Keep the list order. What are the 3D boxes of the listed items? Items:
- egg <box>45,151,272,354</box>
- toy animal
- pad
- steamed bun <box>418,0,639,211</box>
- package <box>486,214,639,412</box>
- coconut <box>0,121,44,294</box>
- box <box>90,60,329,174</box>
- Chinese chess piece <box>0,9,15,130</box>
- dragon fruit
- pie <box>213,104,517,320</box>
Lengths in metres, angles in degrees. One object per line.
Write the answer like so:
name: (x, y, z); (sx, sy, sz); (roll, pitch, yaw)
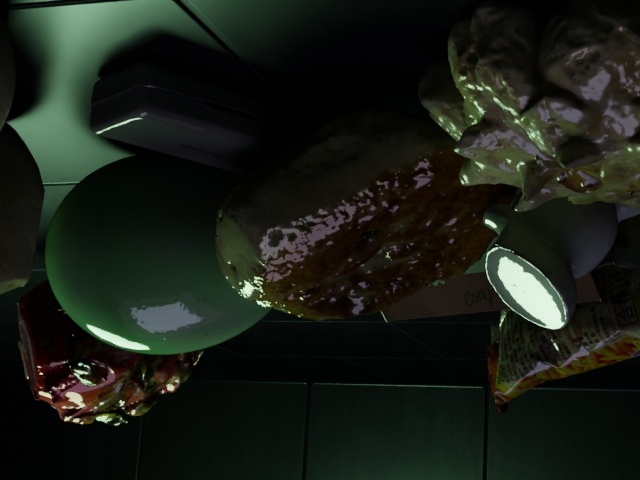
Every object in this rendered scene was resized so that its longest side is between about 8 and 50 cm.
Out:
egg: (-0.161, 0.014, 1.367); (0.270, 0.220, 0.220); (2, 167, 2)
toy animal: (0.246, -0.033, 1.196); (0.131, 0.221, 0.103); (19, 150, 53)
pad: (0.140, -0.006, 1.357); (0.300, 0.202, 0.005); (-9, -155, 45)
steamed bun: (0.237, -0.091, 1.003); (0.292, 0.137, 0.295); (-12, 158, 41)
package: (0.288, 0.048, 1.375); (0.288, 0.223, 0.108); (-23, 132, 37)
coconut: (-0.376, -0.024, 1.256); (0.224, 0.224, 0.224); (3, 167, 1)
box: (-0.091, -0.106, 1.197); (0.244, 0.055, 0.103); (13, 164, -38)
Chinese chess piece: (-0.375, -0.141, 1.009); (0.257, 0.104, 0.257); (4, 168, 1)
dragon fruit: (-0.318, 0.143, 1.973); (0.291, 0.250, 0.269); (-8, 147, -17)
pie: (0.053, -0.015, 1.225); (0.315, 0.092, 0.315); (-15, 150, -9)
